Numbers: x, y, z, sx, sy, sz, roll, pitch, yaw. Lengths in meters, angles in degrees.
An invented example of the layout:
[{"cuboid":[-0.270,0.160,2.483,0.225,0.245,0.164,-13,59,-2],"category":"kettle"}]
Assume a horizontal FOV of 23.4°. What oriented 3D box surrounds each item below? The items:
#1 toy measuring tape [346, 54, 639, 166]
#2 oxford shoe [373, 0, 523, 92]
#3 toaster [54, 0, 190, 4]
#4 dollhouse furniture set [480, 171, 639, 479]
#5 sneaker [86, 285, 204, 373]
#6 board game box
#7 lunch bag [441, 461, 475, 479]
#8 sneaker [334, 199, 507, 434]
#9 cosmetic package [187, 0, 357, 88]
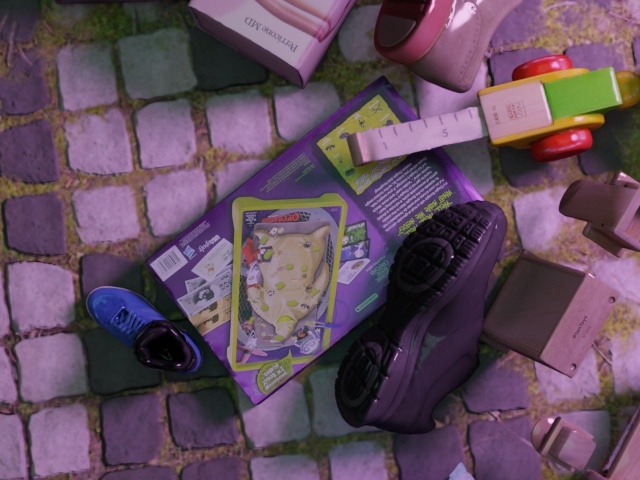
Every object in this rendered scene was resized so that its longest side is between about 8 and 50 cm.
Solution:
[{"cuboid":[0.195,-0.130,1.717,0.330,0.121,0.121,-14,84,3],"category":"toy measuring tape"},{"cuboid":[0.181,-0.331,1.753,0.130,0.123,0.348,32,79,-30],"category":"oxford shoe"},{"cuboid":[-0.226,-0.357,1.759,0.186,0.110,0.168,-1,86,3],"category":"toaster"},{"cuboid":[0.376,0.137,1.713,0.355,0.174,0.303,30,88,-19],"category":"dollhouse furniture set"},{"cuboid":[-0.201,0.099,1.729,0.152,0.084,0.058,36,88,6],"category":"sneaker"},{"cuboid":[0.000,0.000,1.749,0.347,0.056,0.208,-38,80,-1],"category":"board game box"},{"cuboid":[0.098,0.392,1.567,0.262,0.160,0.223,-37,89,11],"category":"lunch bag"},{"cuboid":[0.130,0.087,1.696,0.130,0.109,0.286,23,104,-33],"category":"sneaker"},{"cuboid":[-0.008,-0.340,1.736,0.153,0.129,0.296,29,88,4],"category":"cosmetic package"}]
